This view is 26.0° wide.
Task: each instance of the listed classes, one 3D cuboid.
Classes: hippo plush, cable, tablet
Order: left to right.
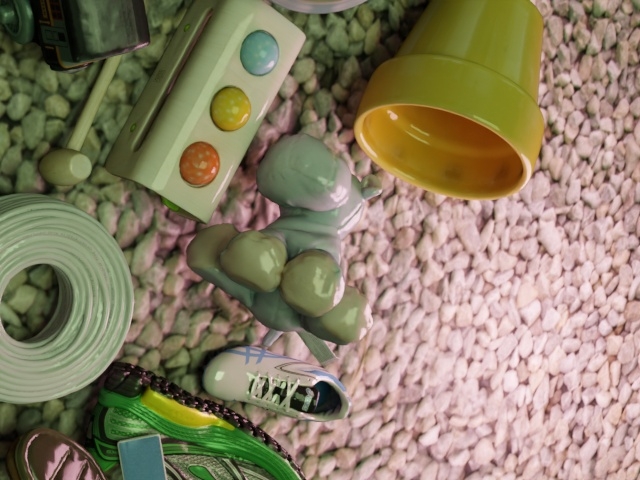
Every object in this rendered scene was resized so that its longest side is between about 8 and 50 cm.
[{"bbox_3d":[-0.350,0.074,1.659,0.257,0.089,0.257,-40,121,-22],"label":"cable"},{"bbox_3d":[-0.222,0.283,1.734,0.054,0.006,0.083,-10,111,-10],"label":"tablet"},{"bbox_3d":[0.000,0.000,1.785,0.237,0.234,0.294,-63,143,-18],"label":"hippo plush"}]

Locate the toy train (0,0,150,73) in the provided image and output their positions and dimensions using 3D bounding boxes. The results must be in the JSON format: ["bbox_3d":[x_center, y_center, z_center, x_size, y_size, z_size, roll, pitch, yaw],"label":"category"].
[{"bbox_3d":[-0.286,-0.347,1.544,0.142,0.190,0.334,-18,111,-32],"label":"toy train"}]

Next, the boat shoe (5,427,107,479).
[{"bbox_3d":[-0.309,0.351,1.733,0.307,0.104,0.111,57,40,-32],"label":"boat shoe"}]

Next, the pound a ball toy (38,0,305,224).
[{"bbox_3d":[-0.173,-0.165,1.704,0.208,0.135,0.319,34,80,-36],"label":"pound a ball toy"}]

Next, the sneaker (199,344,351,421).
[{"bbox_3d":[-0.057,0.200,1.906,0.237,0.086,0.085,15,93,-36],"label":"sneaker"}]

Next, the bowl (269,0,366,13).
[{"bbox_3d":[-0.005,-0.396,1.657,0.311,0.163,0.312,-5,126,-6],"label":"bowl"}]

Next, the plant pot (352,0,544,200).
[{"bbox_3d":[0.198,-0.219,1.909,0.254,0.254,0.239,36,63,-36],"label":"plant pot"}]

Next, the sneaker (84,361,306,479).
[{"bbox_3d":[-0.164,0.287,1.837,0.343,0.134,0.146,29,90,-28],"label":"sneaker"}]
